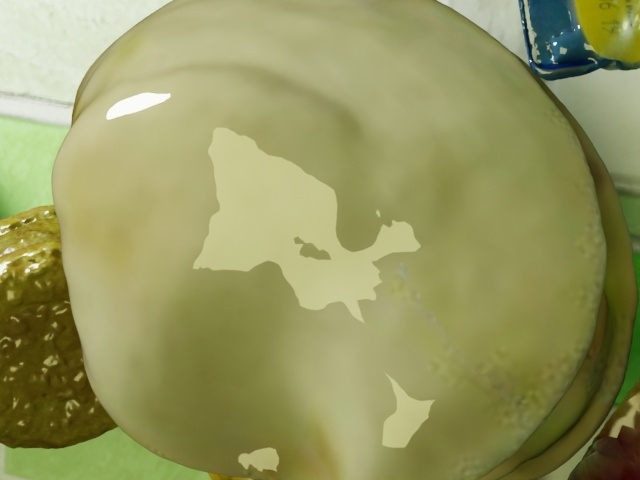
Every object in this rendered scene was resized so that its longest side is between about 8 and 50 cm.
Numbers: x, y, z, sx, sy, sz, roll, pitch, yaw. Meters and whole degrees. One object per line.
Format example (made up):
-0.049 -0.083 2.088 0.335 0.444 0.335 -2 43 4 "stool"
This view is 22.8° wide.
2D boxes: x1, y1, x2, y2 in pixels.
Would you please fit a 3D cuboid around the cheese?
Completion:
0.264 -0.166 1.031 0.270 0.069 0.177 -8 86 0 "cheese"

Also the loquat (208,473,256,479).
-0.027 0.161 1.224 0.137 0.137 0.113 44 96 11 "loquat"

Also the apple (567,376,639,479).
0.247 0.167 1.090 0.254 0.179 0.346 20 113 -23 "apple"

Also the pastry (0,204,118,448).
-0.217 0.070 1.259 0.189 0.103 0.189 -5 112 -14 "pastry"

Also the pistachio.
0.000 0.000 1.083 0.445 0.281 0.365 41 94 25 "pistachio"
